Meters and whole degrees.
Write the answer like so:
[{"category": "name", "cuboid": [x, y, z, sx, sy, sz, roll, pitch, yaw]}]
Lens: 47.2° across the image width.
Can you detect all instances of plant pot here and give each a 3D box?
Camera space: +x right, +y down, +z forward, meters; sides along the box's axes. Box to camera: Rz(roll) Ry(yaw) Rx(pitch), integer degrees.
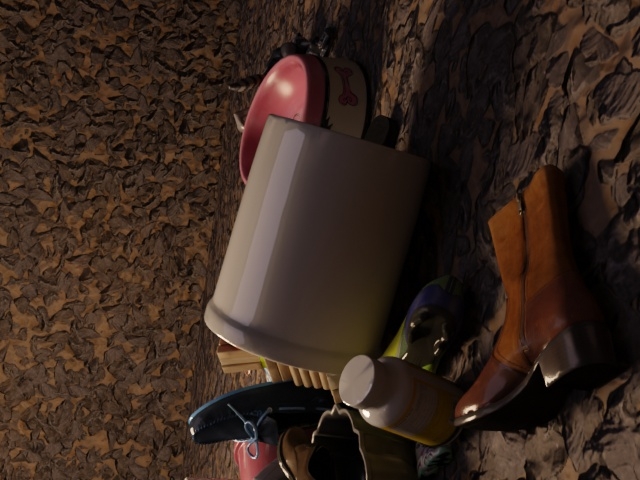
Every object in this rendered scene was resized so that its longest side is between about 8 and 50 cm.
[{"category": "plant pot", "cuboid": [-0.094, 0.500, 1.584, 0.180, 0.201, 0.201, -88, 15, -53]}]

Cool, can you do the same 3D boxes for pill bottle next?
[{"category": "pill bottle", "cuboid": [0.119, 0.229, 1.064, 0.103, 0.184, 0.103, -35, 41, 37]}]

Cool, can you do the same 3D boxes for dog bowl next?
[{"category": "dog bowl", "cuboid": [-0.056, -0.266, 1.767, 0.408, 0.150, 0.407, -34, 49, 50]}]

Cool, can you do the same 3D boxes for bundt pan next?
[{"category": "bundt pan", "cuboid": [0.074, 0.449, 1.243, 0.331, 0.124, 0.330, -173, 90, -72]}]

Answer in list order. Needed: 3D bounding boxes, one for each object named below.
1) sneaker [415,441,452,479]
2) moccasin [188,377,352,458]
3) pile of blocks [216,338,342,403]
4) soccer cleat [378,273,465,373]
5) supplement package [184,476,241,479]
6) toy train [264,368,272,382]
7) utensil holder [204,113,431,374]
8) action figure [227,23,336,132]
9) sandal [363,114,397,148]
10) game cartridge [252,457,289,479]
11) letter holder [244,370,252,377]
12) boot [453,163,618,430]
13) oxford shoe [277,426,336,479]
[{"category": "sneaker", "cuboid": [0.169, 0.322, 1.137, 0.098, 0.038, 0.069, 117, 154, -45]}, {"category": "moccasin", "cuboid": [-0.101, 0.360, 1.497, 0.137, 0.342, 0.116, 72, 180, -53]}, {"category": "pile of blocks", "cuboid": [-0.053, 0.209, 1.468, 0.149, 0.362, 0.112, -56, -35, -40]}, {"category": "soccer cleat", "cuboid": [0.162, 0.166, 1.192, 0.121, 0.093, 0.289, -57, -8, -41]}, {"category": "supplement package", "cuboid": [-0.166, 0.655, 1.631, 0.177, 0.293, 0.175, -121, 42, -64]}, {"category": "toy train", "cuboid": [-0.039, 0.271, 1.596, 0.080, 0.184, 0.105, 58, 145, 26]}, {"category": "utensil holder", "cuboid": [0.000, 0.000, 1.308, 0.327, 0.328, 0.385, -140, 65, -70]}, {"category": "action figure", "cuboid": [-0.101, -0.488, 2.050, 0.330, 0.179, 0.341, -60, 4, -40]}, {"category": "sandal", "cuboid": [0.079, -0.139, 1.509, 0.097, 0.055, 0.254, 31, 104, 56]}, {"category": "game cartridge", "cuboid": [-0.043, 0.510, 1.420, 0.297, 0.062, 0.198, 14, -95, -63]}, {"category": "letter holder", "cuboid": [-0.140, 0.227, 1.976, 0.302, 0.152, 0.214, -134, 52, -68]}, {"category": "boot", "cuboid": [0.237, 0.081, 0.932, 0.264, 0.096, 0.280, 119, 154, -50]}, {"category": "oxford shoe", "cuboid": [-0.013, 0.379, 1.247, 0.096, 0.083, 0.227, -58, 23, 10]}]
